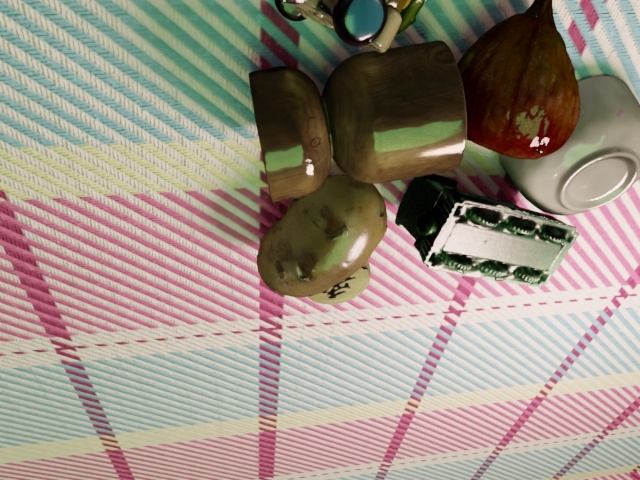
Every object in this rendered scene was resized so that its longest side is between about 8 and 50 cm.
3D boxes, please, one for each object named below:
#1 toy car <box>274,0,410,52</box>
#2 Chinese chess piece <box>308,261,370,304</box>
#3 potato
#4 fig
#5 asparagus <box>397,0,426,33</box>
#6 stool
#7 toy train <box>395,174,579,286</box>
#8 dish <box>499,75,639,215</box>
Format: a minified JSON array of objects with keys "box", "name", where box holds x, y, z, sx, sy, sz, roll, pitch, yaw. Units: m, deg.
[{"box":[0.003,-0.334,0.604,0.247,0.204,0.198,18,108,-33],"name":"toy car"},{"box":[0.029,0.069,1.144,0.143,0.059,0.144,-7,139,-6],"name":"Chinese chess piece"},{"box":[0.000,0.000,0.980,0.164,0.165,0.262,24,121,-35],"name":"potato"},{"box":[0.262,-0.255,0.792,0.190,0.191,0.291,-9,104,-4],"name":"fig"},{"box":[0.121,-0.308,0.759,0.025,0.021,0.108,15,133,-30],"name":"asparagus"},{"box":[0.047,-0.162,0.789,0.263,0.179,0.179,-11,140,-2],"name":"stool"},{"box":[0.288,-0.023,1.016,0.330,0.178,0.139,10,116,-30],"name":"toy train"},{"box":[0.442,-0.135,0.967,0.256,0.117,0.256,-8,140,-6],"name":"dish"}]
